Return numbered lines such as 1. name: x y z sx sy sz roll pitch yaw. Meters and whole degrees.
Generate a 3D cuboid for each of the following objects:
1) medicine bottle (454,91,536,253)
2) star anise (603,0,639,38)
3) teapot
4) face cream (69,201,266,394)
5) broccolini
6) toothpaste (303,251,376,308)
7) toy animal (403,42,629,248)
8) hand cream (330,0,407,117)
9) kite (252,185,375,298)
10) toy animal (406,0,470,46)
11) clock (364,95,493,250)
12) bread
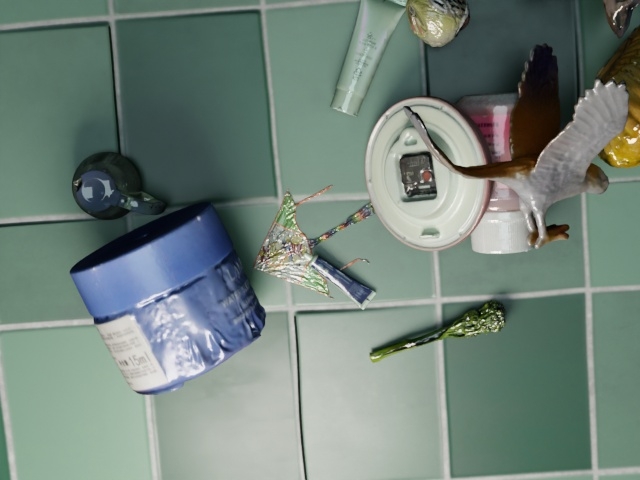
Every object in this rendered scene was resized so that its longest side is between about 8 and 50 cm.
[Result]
1. medicine bottle: 0.283 -0.107 1.696 0.147 0.147 0.247 -4 98 2
2. star anise: 0.464 -0.466 1.622 0.332 0.117 0.331 -1 81 4
3. teapot: -0.338 -0.071 1.738 0.111 0.108 0.149 -41 95 9
4. face cream: -0.234 0.089 1.692 0.249 0.249 0.225 -23 102 5
5. broccolini: 0.196 0.160 1.792 0.239 0.051 0.054 -21 142 6
6. toothpaste: 0.027 0.062 1.785 0.140 0.021 0.037 36 97 -11
7. toy animal: 0.287 -0.101 1.543 0.284 0.225 0.302 -23 119 -11
8. hand cream: 0.071 -0.300 1.722 0.078 0.050 0.204 21 94 1
9. kite: 0.000 0.000 1.789 0.244 0.006 0.198 -25 97 5
10. toy animal: 0.181 -0.372 1.681 0.098 0.098 0.137 -19 116 5
11. clock: 0.163 -0.103 1.677 0.244 0.056 0.244 11 105 44
12. bread: 0.490 -0.221 1.629 0.139 0.240 0.240 37 98 2
